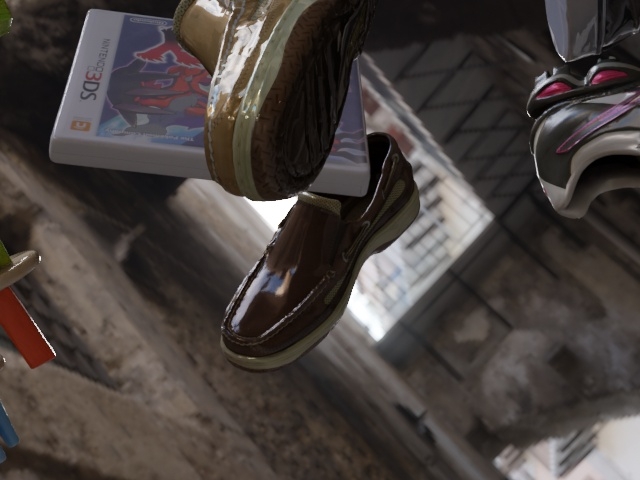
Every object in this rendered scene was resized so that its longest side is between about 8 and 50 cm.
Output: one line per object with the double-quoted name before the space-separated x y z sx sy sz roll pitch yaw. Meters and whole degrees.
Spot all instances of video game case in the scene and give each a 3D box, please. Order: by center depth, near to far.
"video game case" -0.070 -0.099 0.829 0.201 0.183 0.023 6 -54 -7

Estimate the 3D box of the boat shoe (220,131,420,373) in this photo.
"boat shoe" -0.007 -0.002 1.033 0.257 0.095 0.095 -52 -36 -37

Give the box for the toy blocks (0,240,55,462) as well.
"toy blocks" -0.175 0.044 0.609 0.123 0.148 0.054 -14 19 39

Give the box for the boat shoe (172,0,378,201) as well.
"boat shoe" -0.024 -0.077 0.481 0.190 0.072 0.068 -69 -14 -56

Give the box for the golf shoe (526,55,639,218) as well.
"golf shoe" 0.289 -0.097 0.907 0.273 0.120 0.105 -21 -43 29

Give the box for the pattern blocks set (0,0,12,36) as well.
"pattern blocks set" -0.368 -0.120 0.917 0.285 0.026 0.325 -24 2 -11

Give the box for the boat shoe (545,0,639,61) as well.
"boat shoe" 0.223 -0.241 0.905 0.102 0.108 0.301 -15 -29 3
